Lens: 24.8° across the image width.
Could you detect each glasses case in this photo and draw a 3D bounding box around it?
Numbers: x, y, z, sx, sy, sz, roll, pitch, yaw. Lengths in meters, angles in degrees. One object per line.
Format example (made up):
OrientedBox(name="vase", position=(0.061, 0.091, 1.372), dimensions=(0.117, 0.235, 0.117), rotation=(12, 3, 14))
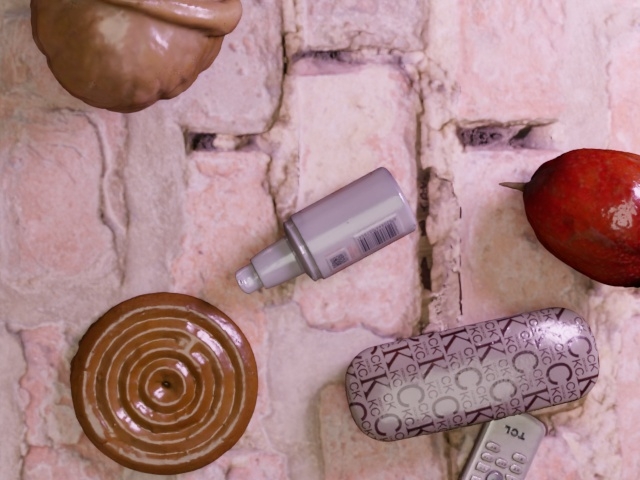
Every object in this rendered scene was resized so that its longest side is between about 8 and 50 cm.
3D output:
OrientedBox(name="glasses case", position=(0.210, 0.185, 2.006), dimensions=(0.354, 0.085, 0.137), rotation=(-12, 84, -4))

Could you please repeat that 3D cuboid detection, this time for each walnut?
OrientedBox(name="walnut", position=(-0.240, -0.307, 1.832), dimensions=(0.285, 0.285, 0.296), rotation=(15, 100, -7))

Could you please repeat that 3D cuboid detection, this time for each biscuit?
OrientedBox(name="biscuit", position=(-0.214, 0.198, 1.994), dimensions=(0.261, 0.037, 0.262), rotation=(-1, 96, -6))

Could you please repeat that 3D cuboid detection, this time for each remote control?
OrientedBox(name="remote control", position=(0.247, 0.327, 2.057), dimensions=(0.087, 0.029, 0.190), rotation=(24, 92, -8))

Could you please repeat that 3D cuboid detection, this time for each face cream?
OrientedBox(name="face cream", position=(0.000, 0.000, 1.965), dimensions=(0.251, 0.101, 0.101), rotation=(-28, 98, -2))

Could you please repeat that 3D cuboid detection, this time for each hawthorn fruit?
OrientedBox(name="hawthorn fruit", position=(0.367, -0.046, 1.973), dimensions=(0.251, 0.189, 0.190), rotation=(24, 93, 12))
